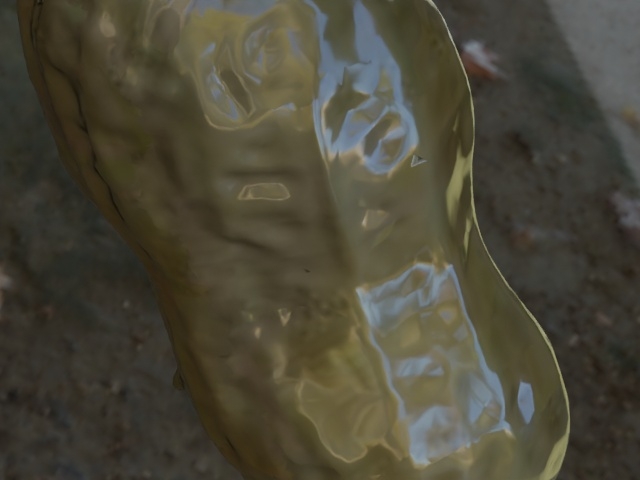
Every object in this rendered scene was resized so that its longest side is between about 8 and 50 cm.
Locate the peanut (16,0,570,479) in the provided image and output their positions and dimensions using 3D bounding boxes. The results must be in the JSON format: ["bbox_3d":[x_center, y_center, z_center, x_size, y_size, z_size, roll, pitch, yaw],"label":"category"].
[{"bbox_3d":[0.000,0.000,0.635,0.313,0.149,0.149,66,29,-25],"label":"peanut"}]
